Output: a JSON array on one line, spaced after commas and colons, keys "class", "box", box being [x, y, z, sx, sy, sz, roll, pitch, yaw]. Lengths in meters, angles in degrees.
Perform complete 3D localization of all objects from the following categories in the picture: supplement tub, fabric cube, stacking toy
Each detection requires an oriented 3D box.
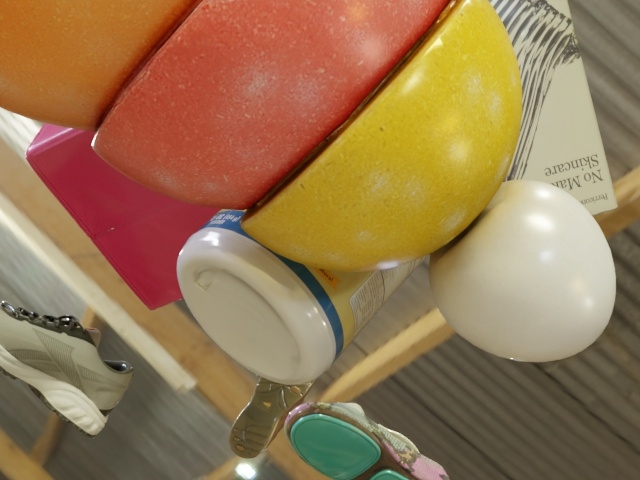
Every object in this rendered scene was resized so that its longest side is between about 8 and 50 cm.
[{"class": "supplement tub", "box": [0.000, 0.000, 0.797, 0.144, 0.199, 0.144, 29, -34, 22]}, {"class": "fabric cube", "box": [-0.141, -0.114, 1.222, 0.258, 0.254, 0.259, -20, -61, 31]}, {"class": "stacking toy", "box": [0.004, -0.095, 0.629, 0.480, 0.350, 0.350, 45, -32, -6]}]

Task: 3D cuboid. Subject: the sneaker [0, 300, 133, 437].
[{"class": "sneaker", "box": [-0.330, 0.118, 1.179, 0.100, 0.108, 0.271, 25, -18, 52]}]

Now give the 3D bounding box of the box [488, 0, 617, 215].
[{"class": "box", "box": [0.195, -0.148, 0.994, 0.094, 0.113, 0.275, -179, -108, -77]}]

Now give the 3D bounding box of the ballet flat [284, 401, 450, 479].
[{"class": "ballet flat", "box": [0.048, 0.206, 0.988, 0.221, 0.079, 0.077, 38, -63, -25]}]

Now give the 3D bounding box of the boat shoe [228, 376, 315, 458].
[{"class": "boat shoe", "box": [-0.058, 0.212, 1.351, 0.064, 0.178, 0.060, 34, -8, 13]}]
